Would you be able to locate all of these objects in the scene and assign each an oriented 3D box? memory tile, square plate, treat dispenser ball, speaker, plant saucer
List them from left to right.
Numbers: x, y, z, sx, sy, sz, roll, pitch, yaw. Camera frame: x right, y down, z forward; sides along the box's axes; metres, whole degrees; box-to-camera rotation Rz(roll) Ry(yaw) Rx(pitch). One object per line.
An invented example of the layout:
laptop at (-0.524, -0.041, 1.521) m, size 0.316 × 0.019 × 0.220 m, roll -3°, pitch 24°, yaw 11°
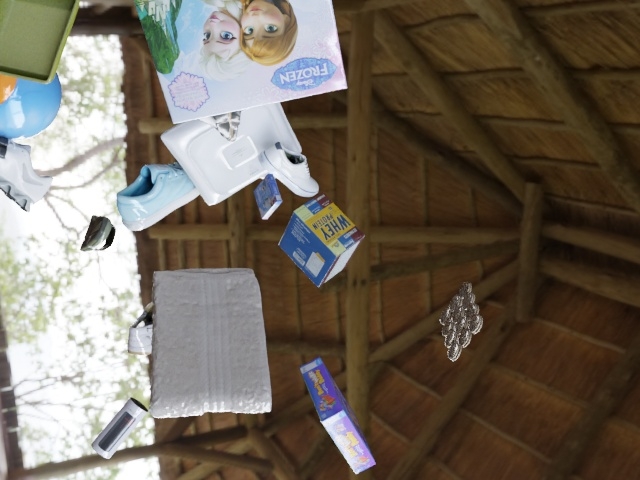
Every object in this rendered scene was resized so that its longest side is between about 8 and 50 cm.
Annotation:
treat dispenser ball at (-0.882, -0.425, 1.844) m, size 0.288 × 0.288 × 0.288 m, roll 172°, pitch -90°, yaw -66°
plant saucer at (-0.555, -0.391, 1.246) m, size 0.045 × 0.188 × 0.188 m, roll 48°, pitch 57°, yaw -75°
speaker at (-0.460, 0.429, 1.504) m, size 0.055 × 0.136 × 0.055 m, roll 39°, pitch -9°, yaw 7°
square plate at (-0.243, -0.275, 1.937) m, size 0.049 × 0.347 × 0.344 m, roll 57°, pitch -4°, yaw 37°
memory tile at (0.275, 0.157, 1.284) m, size 0.148 × 0.012 × 0.113 m, roll -88°, pitch -156°, yaw -60°

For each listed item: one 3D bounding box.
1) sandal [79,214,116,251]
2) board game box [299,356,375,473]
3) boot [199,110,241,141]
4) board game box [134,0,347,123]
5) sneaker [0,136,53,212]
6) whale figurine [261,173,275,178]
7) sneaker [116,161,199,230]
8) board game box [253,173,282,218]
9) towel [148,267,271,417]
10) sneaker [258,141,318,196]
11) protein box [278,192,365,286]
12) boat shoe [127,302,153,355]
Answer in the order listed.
sandal at (-0.662, -0.010, 1.977) m, size 0.303 × 0.086 × 0.120 m, roll 5°, pitch -105°, yaw 64°
board game box at (0.058, 0.579, 2.163) m, size 0.347 × 0.078 × 0.233 m, roll 64°, pitch -1°, yaw -40°
boot at (-0.231, -0.262, 1.332) m, size 0.198 × 0.137 × 0.077 m, roll 133°, pitch -38°, yaw -75°
board game box at (-0.138, -0.382, 1.094) m, size 0.066 × 0.318 × 0.318 m, roll -95°, pitch 172°, yaw -60°
sneaker at (-0.889, -0.239, 1.812) m, size 0.122 × 0.146 × 0.330 m, roll 16°, pitch -28°, yaw 50°
whale figurine at (-0.249, -0.311, 2.290) m, size 0.216 × 0.272 × 0.141 m, roll 21°, pitch -94°, yaw 44°
sneaker at (-0.472, -0.187, 2.025) m, size 0.135 × 0.366 × 0.150 m, roll 26°, pitch -34°, yaw 28°
board game box at (-0.144, -0.119, 1.774) m, size 0.090 × 0.020 × 0.090 m, roll -46°, pitch -125°, yaw 46°
towel at (-0.183, 0.159, 1.069) m, size 0.049 × 0.187 × 0.282 m, roll 100°, pitch -15°, yaw -45°
sneaker at (-0.072, -0.210, 1.971) m, size 0.091 × 0.258 × 0.094 m, roll -33°, pitch -125°, yaw 22°
protein box at (0.000, 0.000, 2.086) m, size 0.200 × 0.136 × 0.201 m, roll 46°, pitch -35°, yaw 13°
boat shoe at (-0.447, 0.214, 1.813) m, size 0.277 × 0.098 × 0.096 m, roll -63°, pitch 156°, yaw -68°
